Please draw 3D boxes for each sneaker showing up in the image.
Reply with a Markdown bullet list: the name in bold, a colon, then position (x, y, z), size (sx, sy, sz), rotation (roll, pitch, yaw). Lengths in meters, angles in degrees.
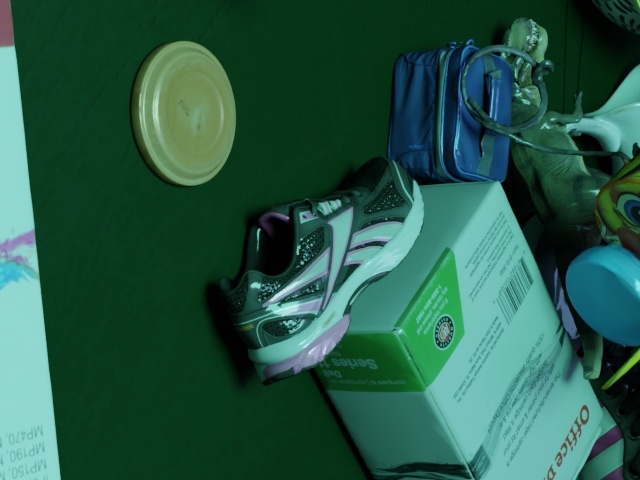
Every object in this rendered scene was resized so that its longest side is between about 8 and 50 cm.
- **sneaker**: position (0.235, 0.119, 1.400), size (0.124, 0.178, 0.295), rotation (-34, 115, -47)
- **sneaker**: position (0.000, 0.000, 1.194), size (0.077, 0.072, 0.178), rotation (54, 43, -22)

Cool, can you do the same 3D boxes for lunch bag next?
- **lunch bag**: position (0.091, -0.084, 1.313), size (0.067, 0.065, 0.098), rotation (12, 80, -52)

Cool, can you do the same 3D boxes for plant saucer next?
- **plant saucer**: position (-0.075, -0.073, 1.141), size (0.083, 0.013, 0.083), rotation (4, 85, -52)

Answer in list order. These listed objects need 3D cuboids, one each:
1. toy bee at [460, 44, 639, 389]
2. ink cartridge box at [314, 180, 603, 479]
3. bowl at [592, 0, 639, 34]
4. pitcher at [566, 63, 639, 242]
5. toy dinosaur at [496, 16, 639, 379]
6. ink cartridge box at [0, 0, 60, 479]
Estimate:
- **toy bee**: position (0.219, 0.008, 1.232), size (0.298, 0.162, 0.195), rotation (34, 68, -20)
- **ink cartridge box**: position (0.089, 0.089, 1.287), size (0.153, 0.087, 0.208), rotation (-53, 128, -40)
- **bowl**: position (0.234, -0.223, 1.490), size (0.170, 0.080, 0.170), rotation (4, 85, -52)
- **pitcher**: position (0.254, -0.018, 1.495), size (0.178, 0.125, 0.207), rotation (-28, 101, -27)
- **toy dinosaur**: position (0.191, -0.027, 1.373), size (0.118, 0.064, 0.268), rotation (-3, 63, -22)
- **ink cartridge box**: position (-0.226, 0.019, 0.773), size (0.131, 0.226, 0.306), rotation (-9, 95, -52)
